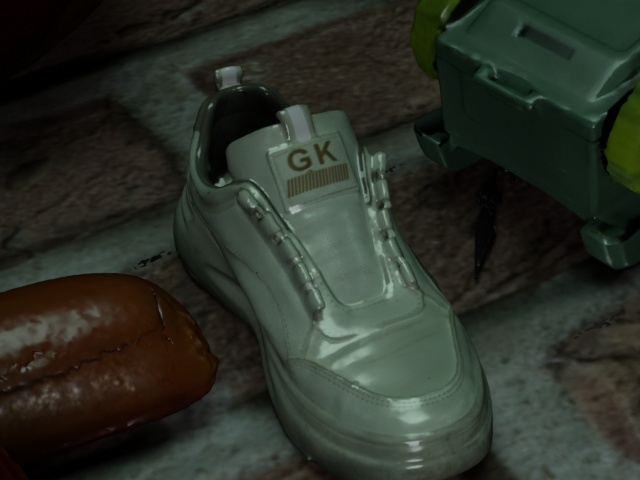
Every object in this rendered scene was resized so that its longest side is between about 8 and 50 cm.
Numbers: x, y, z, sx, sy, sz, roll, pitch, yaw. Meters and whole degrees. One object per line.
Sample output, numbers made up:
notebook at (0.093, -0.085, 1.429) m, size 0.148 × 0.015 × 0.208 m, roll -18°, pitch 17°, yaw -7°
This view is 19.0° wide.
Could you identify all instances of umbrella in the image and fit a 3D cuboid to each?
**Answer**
umbrella at (0.107, -0.014, 1.249) m, size 0.022 × 0.013 × 0.122 m, roll 24°, pitch 39°, yaw 0°

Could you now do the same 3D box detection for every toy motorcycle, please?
toy motorcycle at (0.228, -0.134, 1.266) m, size 0.326 × 0.200 × 0.191 m, roll -38°, pitch 53°, yaw -26°

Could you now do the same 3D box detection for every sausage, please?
sausage at (-0.217, 0.091, 1.064) m, size 0.330 × 0.102 × 0.102 m, roll -17°, pitch 39°, yaw -19°

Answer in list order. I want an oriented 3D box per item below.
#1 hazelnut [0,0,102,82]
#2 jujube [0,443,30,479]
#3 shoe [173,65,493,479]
hazelnut at (-0.314, -0.294, 1.343) m, size 0.353 × 0.421 × 0.421 m, roll -32°, pitch 15°, yaw 42°
jujube at (-0.221, 0.150, 0.894) m, size 0.290 × 0.197 × 0.197 m, roll 32°, pitch 47°, yaw 16°
shoe at (0.000, 0.000, 1.120) m, size 0.124 × 0.159 × 0.316 m, roll -19°, pitch 37°, yaw -22°
